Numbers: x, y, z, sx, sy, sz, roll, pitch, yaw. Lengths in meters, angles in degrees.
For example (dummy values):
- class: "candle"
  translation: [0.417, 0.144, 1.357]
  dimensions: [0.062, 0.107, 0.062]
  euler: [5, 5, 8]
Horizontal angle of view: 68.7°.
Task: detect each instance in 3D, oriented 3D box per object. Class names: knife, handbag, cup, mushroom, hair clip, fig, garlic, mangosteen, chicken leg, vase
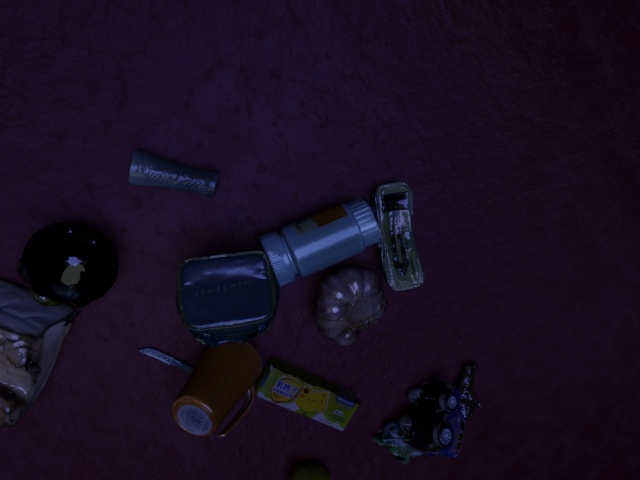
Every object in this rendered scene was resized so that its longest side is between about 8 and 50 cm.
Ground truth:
- class: "knife"
  translation: [-0.434, 0.358, 1.384]
  dimensions: [0.210, 0.015, 0.028]
  euler: [30, 100, -16]
- class: "handbag"
  translation: [-0.240, 0.159, 1.241]
  dimensions: [0.263, 0.241, 0.222]
  euler: [-6, 73, -8]
- class: "cup"
  translation: [-0.275, 0.414, 1.297]
  dimensions: [0.182, 0.264, 0.226]
  euler: [-19, 108, 24]
- class: "mushroom"
  translation: [-0.881, 0.255, 1.184]
  dimensions: [0.397, 0.224, 0.313]
  euler: [26, 110, -9]
- class: "hair clip"
  translation: [0.226, -0.011, 1.415]
  dimensions: [0.138, 0.091, 0.321]
  euler: [-9, 94, -11]
- class: "fig"
  translation: [-0.034, 0.788, 1.517]
  dimensions: [0.153, 0.121, 0.136]
  euler: [31, 89, -40]
- class: "garlic"
  translation: [0.077, 0.186, 1.394]
  dimensions: [0.245, 0.160, 0.245]
  euler: [-11, 111, -31]
- class: "mangosteen"
  translation: [-0.634, 0.067, 1.181]
  dimensions: [0.243, 0.243, 0.243]
  euler: [-3, 103, -12]
- class: "chicken leg"
  translation: [0.490, 0.515, 1.598]
  dimensions: [0.125, 0.080, 0.196]
  euler: [-10, 97, -21]
- class: "vase"
  translation: [-0.385, -0.171, 1.242]
  dimensions: [0.219, 0.096, 0.096]
  euler: [11, 99, -18]

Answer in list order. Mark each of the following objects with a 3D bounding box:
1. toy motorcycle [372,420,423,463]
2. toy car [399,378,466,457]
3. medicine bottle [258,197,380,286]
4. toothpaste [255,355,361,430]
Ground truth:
- class: "toy motorcycle"
  translation: [0.269, 0.690, 1.589]
  dimensions: [0.106, 0.074, 0.190]
  euler: [-45, 108, 9]
- class: "toy car"
  translation: [0.382, 0.580, 1.519]
  dimensions: [0.158, 0.172, 0.235]
  euler: [34, 66, -27]
- class: "medicine bottle"
  translation: [0.000, 0.000, 1.328]
  dimensions: [0.318, 0.158, 0.158]
  euler: [-22, 106, -7]
- class: "toothpaste"
  translation: [-0.038, 0.481, 1.467]
  dimensions: [0.327, 0.077, 0.110]
  euler: [28, 97, -17]
